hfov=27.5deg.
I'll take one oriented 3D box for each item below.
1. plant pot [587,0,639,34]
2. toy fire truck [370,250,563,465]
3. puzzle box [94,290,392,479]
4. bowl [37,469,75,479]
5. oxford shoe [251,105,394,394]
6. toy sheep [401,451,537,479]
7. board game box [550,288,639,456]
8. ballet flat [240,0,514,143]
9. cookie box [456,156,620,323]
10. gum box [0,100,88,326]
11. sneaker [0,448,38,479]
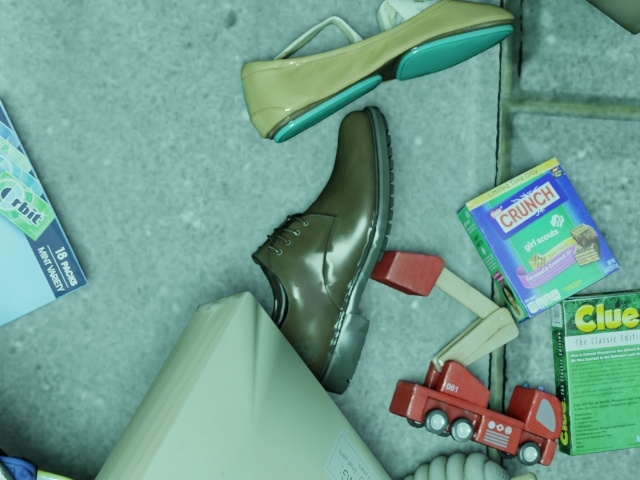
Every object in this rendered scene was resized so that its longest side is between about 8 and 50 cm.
[{"bbox_3d":[0.216,-0.362,0.980,0.280,0.323,0.323,34,82,3],"label":"plant pot"},{"bbox_3d":[0.120,0.096,1.068,0.192,0.047,0.135,21,83,-15],"label":"toy fire truck"},{"bbox_3d":[-0.007,0.273,0.902,0.409,0.052,0.272,55,38,-25],"label":"puzzle box"},{"bbox_3d":[-0.225,0.306,0.908,0.289,0.156,0.289,2,77,-7],"label":"bowl"},{"bbox_3d":[0.000,0.000,1.019,0.096,0.083,0.227,14,86,-11],"label":"oxford shoe"},{"bbox_3d":[0.112,0.211,1.045,0.132,0.091,0.091,-25,97,14],"label":"toy sheep"},{"bbox_3d":[0.326,0.105,1.134,0.260,0.030,0.136,-3,93,-15],"label":"board game box"},{"bbox_3d":[0.044,-0.154,1.034,0.232,0.080,0.073,-25,82,-15],"label":"ballet flat"},{"bbox_3d":[0.178,0.000,1.075,0.092,0.040,0.107,-27,81,-13],"label":"cookie box"},{"bbox_3d":[-0.288,0.002,0.960,0.184,0.041,0.157,-26,97,-14],"label":"gum box"},{"bbox_3d":[-0.267,0.186,0.785,0.182,0.127,0.315,5,74,-4],"label":"sneaker"}]
